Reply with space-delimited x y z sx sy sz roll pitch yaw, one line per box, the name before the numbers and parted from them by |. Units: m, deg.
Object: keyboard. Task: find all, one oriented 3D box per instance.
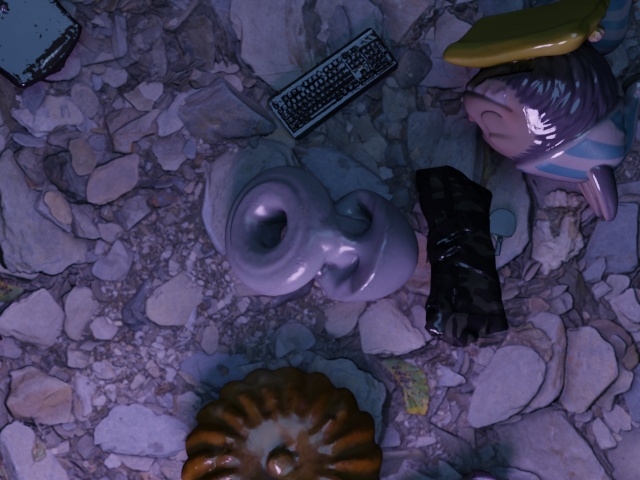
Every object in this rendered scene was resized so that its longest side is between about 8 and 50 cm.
keyboard | 0.022 -0.274 1.658 0.230 0.025 0.094 -37 87 -7

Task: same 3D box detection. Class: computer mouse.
computer mouse | -0.549 -0.392 1.628 0.295 0.087 0.168 45 76 -8

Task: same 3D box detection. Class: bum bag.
bum bag | 0.229 0.019 1.549 0.144 0.095 0.341 10 55 -14

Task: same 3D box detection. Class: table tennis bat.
table tennis bat | 0.309 -0.015 1.639 0.050 0.007 0.083 11 80 -1

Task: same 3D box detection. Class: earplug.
earplug | -0.002 -0.001 1.557 0.325 0.175 0.214 12 86 9

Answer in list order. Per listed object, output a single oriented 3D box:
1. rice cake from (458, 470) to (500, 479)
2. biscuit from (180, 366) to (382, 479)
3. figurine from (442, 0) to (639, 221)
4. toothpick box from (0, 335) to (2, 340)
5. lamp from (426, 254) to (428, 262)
rice cake | 0.112 0.461 1.534 0.399 0.070 0.064 -21 79 -5
biscuit | -0.059 0.351 1.500 0.325 0.107 0.326 1 66 -1
figurine | 0.416 -0.222 1.611 0.361 0.266 0.378 -36 118 -31
toothpick box | -0.599 0.184 1.534 0.098 0.098 0.149 41 81 4
lamp | 0.231 0.059 1.604 0.121 0.054 0.041 42 102 10
